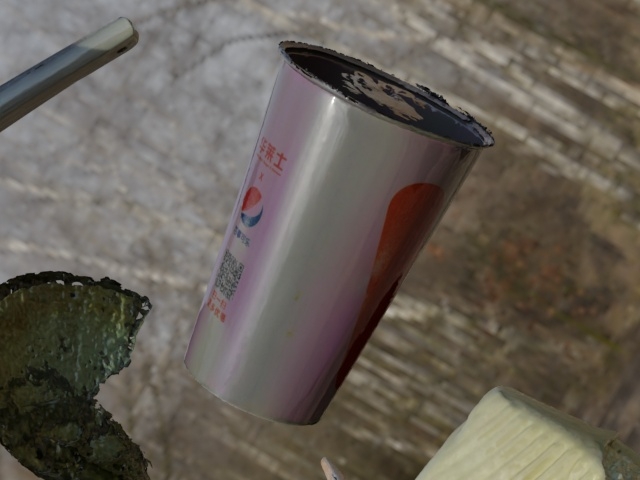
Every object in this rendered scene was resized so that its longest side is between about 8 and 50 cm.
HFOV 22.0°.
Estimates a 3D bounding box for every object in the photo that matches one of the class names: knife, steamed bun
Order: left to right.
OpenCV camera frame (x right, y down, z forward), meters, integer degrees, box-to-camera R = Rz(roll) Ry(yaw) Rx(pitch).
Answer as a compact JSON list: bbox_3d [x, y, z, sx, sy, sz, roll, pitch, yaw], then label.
[{"bbox_3d":[-0.345,-0.197,2.071,0.265,0.040,0.073,-33,-14,0],"label":"knife"},{"bbox_3d":[0.237,0.326,1.738,0.290,0.273,0.272,-45,-44,6],"label":"steamed bun"}]

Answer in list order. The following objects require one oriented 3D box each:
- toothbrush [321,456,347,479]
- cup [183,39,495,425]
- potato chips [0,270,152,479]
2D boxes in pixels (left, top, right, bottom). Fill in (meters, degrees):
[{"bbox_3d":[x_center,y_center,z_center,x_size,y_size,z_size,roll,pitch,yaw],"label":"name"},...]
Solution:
[{"bbox_3d":[0.090,0.391,1.998,0.037,0.375,0.028,-9,-50,-30],"label":"toothbrush"},{"bbox_3d":[0.000,0.000,1.395,0.288,0.203,0.203,-65,-6,14],"label":"cup"},{"bbox_3d":[-0.227,0.131,1.513,0.202,0.220,0.029,-6,-20,-38],"label":"potato chips"}]
